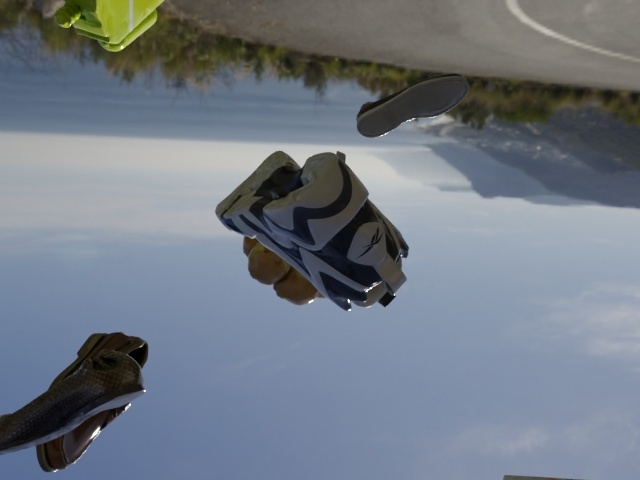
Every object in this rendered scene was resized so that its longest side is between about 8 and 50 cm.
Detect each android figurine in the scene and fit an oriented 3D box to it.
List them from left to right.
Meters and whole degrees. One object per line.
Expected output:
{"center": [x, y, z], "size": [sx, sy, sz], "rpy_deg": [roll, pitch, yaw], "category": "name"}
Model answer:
{"center": [-0.226, -0.338, 0.864], "size": [0.056, 0.248, 0.273], "rpy_deg": [20, -134, 7], "category": "android figurine"}

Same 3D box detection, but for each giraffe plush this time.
{"center": [-0.054, -0.020, 1.033], "size": [0.170, 0.210, 0.181], "rpy_deg": [-1, 151, 47], "category": "giraffe plush"}

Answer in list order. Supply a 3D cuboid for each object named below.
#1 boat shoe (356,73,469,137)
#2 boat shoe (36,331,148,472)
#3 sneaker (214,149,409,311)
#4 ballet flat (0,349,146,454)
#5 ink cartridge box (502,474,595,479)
{"center": [0.155, -0.246, 1.288], "size": [0.206, 0.075, 0.065], "rpy_deg": [-21, -138, 23], "category": "boat shoe"}
{"center": [-0.377, 0.256, 1.258], "size": [0.104, 0.111, 0.307], "rpy_deg": [-2, -147, 7], "category": "boat shoe"}
{"center": [0.000, 0.000, 0.673], "size": [0.094, 0.153, 0.235], "rpy_deg": [-48, -160, -19], "category": "sneaker"}
{"center": [-0.287, 0.177, 0.799], "size": [0.250, 0.058, 0.084], "rpy_deg": [-28, 166, 26], "category": "ballet flat"}
{"center": [0.452, 0.502, 1.357], "size": [0.154, 0.093, 0.212], "rpy_deg": [35, 152, -23], "category": "ink cartridge box"}
